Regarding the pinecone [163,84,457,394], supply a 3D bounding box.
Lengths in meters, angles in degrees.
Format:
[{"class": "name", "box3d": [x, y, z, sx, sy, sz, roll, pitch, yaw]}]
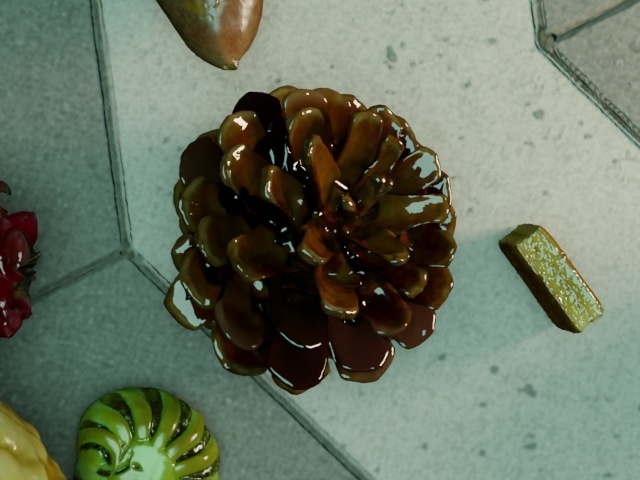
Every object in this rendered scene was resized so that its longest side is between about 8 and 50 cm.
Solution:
[{"class": "pinecone", "box3d": [-0.008, -0.005, 1.444, 0.264, 0.264, 0.264, 0, 93, -1]}]

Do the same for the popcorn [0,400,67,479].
[{"class": "popcorn", "box3d": [-0.353, 0.253, 1.434, 0.292, 0.293, 0.334, 34, 102, -9]}]

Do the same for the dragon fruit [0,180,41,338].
[{"class": "dragon fruit", "box3d": [-0.361, 0.021, 1.485, 0.198, 0.272, 0.218, 6, 94, -43]}]

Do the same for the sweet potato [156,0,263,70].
[{"class": "sweet potato", "box3d": [-0.123, -0.325, 1.508, 0.109, 0.109, 0.385, -12, 87, 0]}]

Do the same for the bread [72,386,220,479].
[{"class": "bread", "box3d": [-0.153, 0.196, 1.549, 0.130, 0.071, 0.139, 23, 93, -6]}]

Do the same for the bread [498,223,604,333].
[{"class": "bread", "box3d": [0.193, 0.031, 1.532, 0.035, 0.090, 0.094, -36, 92, -3]}]
